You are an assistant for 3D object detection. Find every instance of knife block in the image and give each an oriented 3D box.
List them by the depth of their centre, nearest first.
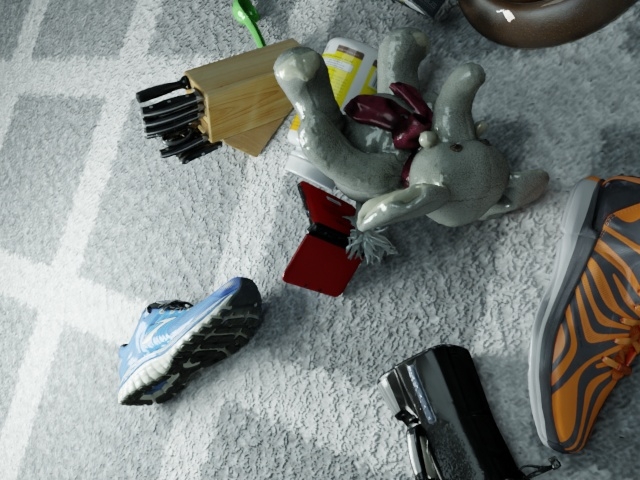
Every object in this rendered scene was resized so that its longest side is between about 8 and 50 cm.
[{"bbox_3d":[-0.166,-0.246,1.141,0.276,0.242,0.088,-51,54,13],"label":"knife block"}]

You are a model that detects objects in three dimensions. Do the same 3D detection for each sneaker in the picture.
[{"bbox_3d":[0.338,0.082,0.739,0.180,0.124,0.321,8,82,39],"label":"sneaker"},{"bbox_3d":[-0.237,0.146,1.154,0.330,0.129,0.147,-36,60,24],"label":"sneaker"}]

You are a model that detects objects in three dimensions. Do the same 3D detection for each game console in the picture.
[{"bbox_3d":[0.000,0.000,1.006,0.085,0.144,0.124,-33,60,24],"label":"game console"}]

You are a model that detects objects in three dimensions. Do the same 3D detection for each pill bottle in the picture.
[{"bbox_3d":[0.025,-0.190,1.061,0.117,0.117,0.215,26,93,39],"label":"pill bottle"}]

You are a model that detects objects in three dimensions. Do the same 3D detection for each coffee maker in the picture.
[{"bbox_3d":[0.173,0.221,0.845,0.171,0.120,0.178,-21,64,5],"label":"coffee maker"}]

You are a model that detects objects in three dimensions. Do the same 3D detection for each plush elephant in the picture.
[{"bbox_3d":[0.126,-0.117,0.876,0.255,0.272,0.330,5,104,48],"label":"plush elephant"}]

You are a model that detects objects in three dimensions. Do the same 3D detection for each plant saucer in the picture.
[{"bbox_3d":[0.319,-0.418,0.951,0.310,0.050,0.311,-12,69,34],"label":"plant saucer"}]

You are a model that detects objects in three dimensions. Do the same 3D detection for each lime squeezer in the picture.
[{"bbox_3d":[-0.115,-0.468,1.277,0.110,0.059,0.310,-7,71,55],"label":"lime squeezer"}]

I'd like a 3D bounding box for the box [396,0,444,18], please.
[{"bbox_3d":[0.149,-0.454,1.045,0.183,0.059,0.233,-54,38,14],"label":"box"}]
